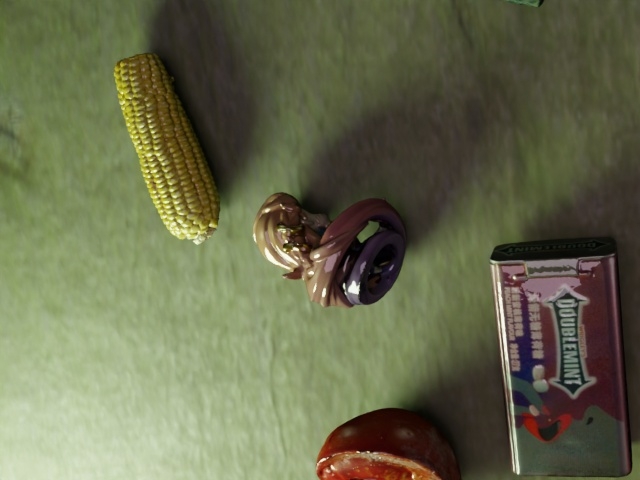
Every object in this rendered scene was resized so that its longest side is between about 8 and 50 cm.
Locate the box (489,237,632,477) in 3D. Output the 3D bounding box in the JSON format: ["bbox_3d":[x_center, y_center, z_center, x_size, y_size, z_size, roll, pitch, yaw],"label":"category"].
[{"bbox_3d":[0.231,0.114,0.907,0.120,0.069,0.224,-5,103,18],"label":"box"}]

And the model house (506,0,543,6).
[{"bbox_3d":[0.161,-0.249,0.835,0.083,0.066,0.078,12,109,13],"label":"model house"}]

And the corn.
[{"bbox_3d":[-0.157,-0.094,0.979,0.067,0.067,0.206,-17,96,21],"label":"corn"}]

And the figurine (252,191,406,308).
[{"bbox_3d":[0.000,0.009,0.931,0.157,0.126,0.114,8,63,14],"label":"figurine"}]

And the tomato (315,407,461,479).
[{"bbox_3d":[0.075,0.227,0.978,0.139,0.091,0.159,-16,126,30],"label":"tomato"}]
